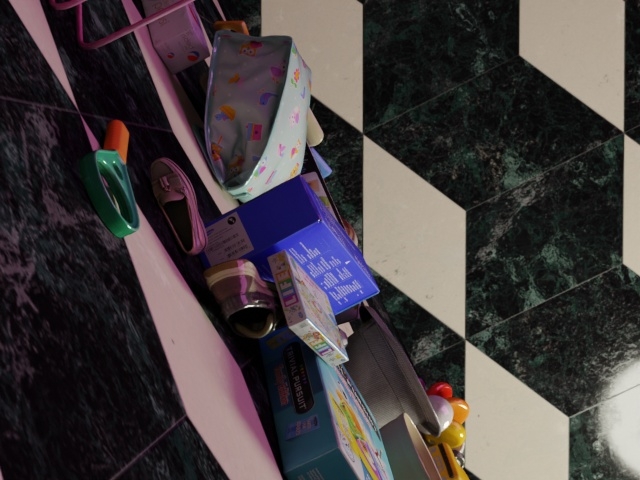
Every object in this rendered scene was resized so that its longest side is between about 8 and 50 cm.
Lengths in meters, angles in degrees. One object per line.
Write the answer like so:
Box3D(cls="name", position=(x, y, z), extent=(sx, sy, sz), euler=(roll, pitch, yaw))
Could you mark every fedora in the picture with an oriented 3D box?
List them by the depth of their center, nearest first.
Box3D(cls="fedora", position=(0.090, 0.239, 2.272), extent=(0.243, 0.124, 0.275), euler=(63, -2, -23))

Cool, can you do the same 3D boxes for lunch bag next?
Box3D(cls="lunch bag", position=(-0.108, -0.186, 2.216), extent=(0.223, 0.160, 0.262), euler=(38, 60, -78))

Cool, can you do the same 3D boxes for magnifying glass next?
Box3D(cls="magnifying glass", position=(-0.219, -0.076, 1.439), extent=(0.092, 0.026, 0.231), euler=(61, 6, -25))

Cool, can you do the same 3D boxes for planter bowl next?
Box3D(cls="planter bowl", position=(0.115, 0.357, 2.058), extent=(0.162, 0.109, 0.162), euler=(63, 6, -12))

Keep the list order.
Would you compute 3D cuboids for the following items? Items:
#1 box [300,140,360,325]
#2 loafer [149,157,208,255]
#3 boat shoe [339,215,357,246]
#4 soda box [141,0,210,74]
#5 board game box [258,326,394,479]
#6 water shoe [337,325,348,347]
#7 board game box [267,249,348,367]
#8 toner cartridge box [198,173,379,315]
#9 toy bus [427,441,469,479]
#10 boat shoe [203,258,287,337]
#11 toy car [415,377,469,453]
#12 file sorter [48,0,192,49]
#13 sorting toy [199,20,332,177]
Box3D(cls="box", position=(-0.017, -0.007, 2.359), extent=(0.169, 0.087, 0.290), euler=(92, -21, -56))
Box3D(cls="loafer", position=(-0.171, -0.041, 1.627), extent=(0.125, 0.045, 0.039), euler=(66, 12, -2))
Box3D(cls="boat shoe", position=(0.000, 0.000, 2.580), extent=(0.116, 0.123, 0.324), euler=(59, 6, -25))
Box3D(cls="soda box", position=(-0.247, -0.373, 2.248), extent=(0.069, 0.074, 0.216), euler=(58, 8, -44))
Box3D(cls="board game box", position=(0.020, 0.265, 1.777), extent=(0.254, 0.079, 0.336), euler=(60, 7, -30))
Box3D(cls="water shoe", position=(-0.006, 0.159, 2.156), extent=(0.080, 0.073, 0.203), euler=(42, 1, 1))
Box3D(cls="board game box", position=(-0.015, 0.088, 1.726), extent=(0.154, 0.026, 0.103), euler=(49, 19, -57))
Box3D(cls="toner cartridge box", position=(-0.039, 0.033, 1.858), extent=(0.075, 0.165, 0.348), euler=(66, 6, 22))
Box3D(cls="toy bus", position=(0.250, 0.517, 2.435), extent=(0.332, 0.130, 0.108), euler=(60, 8, -33))
Box3D(cls="boat shoe", position=(-0.086, 0.087, 1.679), extent=(0.223, 0.080, 0.073), euler=(52, 24, -67))
Box3D(cls="toy car", position=(0.182, 0.313, 2.456), extent=(0.159, 0.182, 0.136), euler=(67, 33, -48))
Box3D(cls="file sorter", position=(-0.269, -0.398, 1.571), extent=(0.182, 0.202, 0.290), euler=(-104, 167, -51))
Box3D(cls="sorting toy", position=(-0.113, -0.231, 2.420), extent=(0.047, 0.196, 0.347), euler=(-51, 122, -40))
